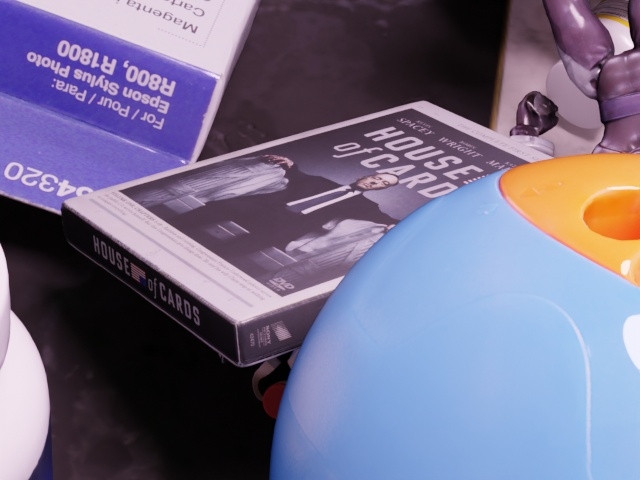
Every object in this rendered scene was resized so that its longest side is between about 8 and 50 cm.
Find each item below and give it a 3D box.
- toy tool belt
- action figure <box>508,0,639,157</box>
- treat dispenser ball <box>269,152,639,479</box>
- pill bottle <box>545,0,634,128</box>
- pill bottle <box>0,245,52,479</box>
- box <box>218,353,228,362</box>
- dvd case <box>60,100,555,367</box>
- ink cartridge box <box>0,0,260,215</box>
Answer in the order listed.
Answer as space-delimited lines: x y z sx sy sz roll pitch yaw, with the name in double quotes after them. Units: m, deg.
0.007 0.060 1.000 0.052 0.083 0.051 44 13 9 "toy tool belt"
0.174 -0.099 1.055 0.185 0.285 0.099 -14 7 15 "action figure"
0.122 0.105 0.808 0.288 0.288 0.288 3 47 -4 "treat dispenser ball"
0.189 -0.119 1.173 0.065 0.065 0.116 32 52 21 "pill bottle"
-0.189 0.101 0.792 0.153 0.264 0.153 3 48 -3 "pill bottle"
0.000 0.000 1.067 0.162 0.029 0.116 -15 51 -17 "box"
0.013 -0.012 0.982 0.239 0.029 0.179 -18 29 -29 "dvd case"
-0.197 -0.172 1.122 0.324 0.071 0.330 19 40 -2 "ink cartridge box"
